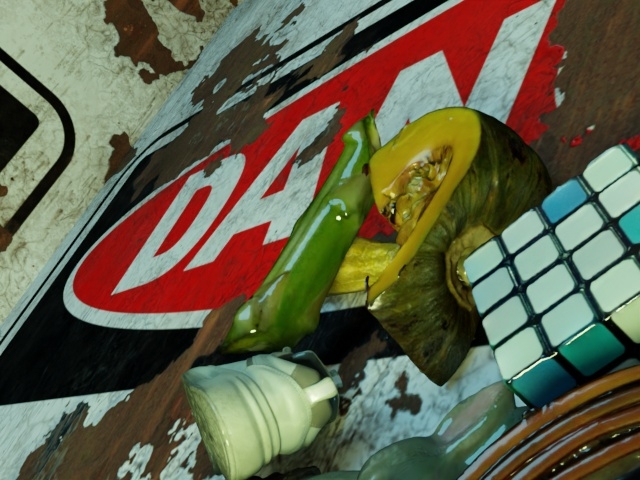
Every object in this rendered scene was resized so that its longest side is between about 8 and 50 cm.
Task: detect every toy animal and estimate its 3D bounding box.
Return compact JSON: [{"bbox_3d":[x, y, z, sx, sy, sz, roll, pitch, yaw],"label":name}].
[{"bbox_3d":[0.051,0.196,0.593,0.251,0.127,0.125,-53,14,26],"label":"toy animal"}]

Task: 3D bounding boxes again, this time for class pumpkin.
[{"bbox_3d":[0.112,-0.008,0.870,0.280,0.139,0.190,-52,28,-18],"label":"pumpkin"}]

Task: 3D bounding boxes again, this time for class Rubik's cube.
[{"bbox_3d":[0.215,0.054,0.584,0.154,0.151,0.155,-41,25,18],"label":"Rubik's cube"}]

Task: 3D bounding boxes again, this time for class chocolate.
[{"bbox_3d":[0.033,0.030,1.021,0.219,0.085,0.086,-7,45,56],"label":"chocolate"}]

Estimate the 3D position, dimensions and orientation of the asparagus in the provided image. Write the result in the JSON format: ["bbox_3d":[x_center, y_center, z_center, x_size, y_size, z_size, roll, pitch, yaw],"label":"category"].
[{"bbox_3d":[-0.001,-0.001,0.959,0.085,0.082,0.343,26,78,35],"label":"asparagus"}]

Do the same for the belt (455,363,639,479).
[{"bbox_3d":[0.169,0.175,0.443,0.261,0.105,0.184,-28,58,5],"label":"belt"}]

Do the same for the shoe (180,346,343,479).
[{"bbox_3d":[-0.056,0.175,0.893,0.159,0.124,0.316,-21,-2,-12],"label":"shoe"}]

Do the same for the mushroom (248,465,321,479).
[{"bbox_3d":[-0.074,0.276,0.776,0.188,0.141,0.117,-21,69,50],"label":"mushroom"}]
